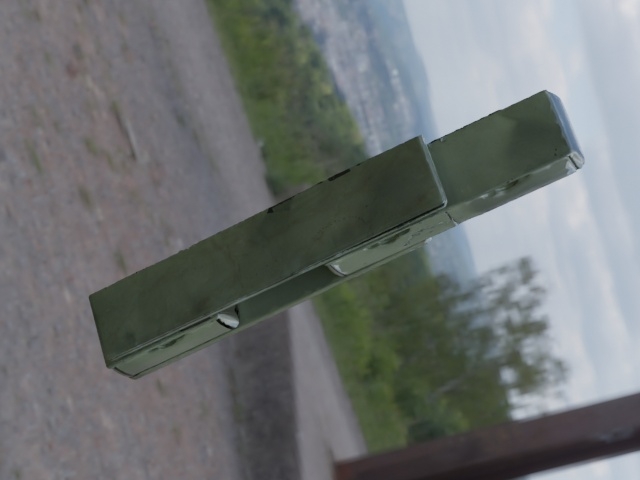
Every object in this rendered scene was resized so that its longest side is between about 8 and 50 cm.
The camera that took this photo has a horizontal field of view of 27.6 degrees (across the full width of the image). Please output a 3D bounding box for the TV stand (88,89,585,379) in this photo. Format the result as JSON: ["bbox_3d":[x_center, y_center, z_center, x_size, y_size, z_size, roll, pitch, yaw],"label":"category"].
[{"bbox_3d":[0.000,0.000,0.601,0.042,0.249,0.036,30,39,-60],"label":"TV stand"}]
